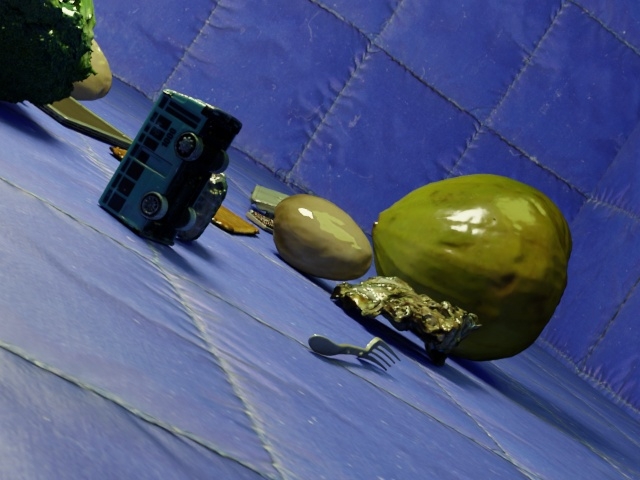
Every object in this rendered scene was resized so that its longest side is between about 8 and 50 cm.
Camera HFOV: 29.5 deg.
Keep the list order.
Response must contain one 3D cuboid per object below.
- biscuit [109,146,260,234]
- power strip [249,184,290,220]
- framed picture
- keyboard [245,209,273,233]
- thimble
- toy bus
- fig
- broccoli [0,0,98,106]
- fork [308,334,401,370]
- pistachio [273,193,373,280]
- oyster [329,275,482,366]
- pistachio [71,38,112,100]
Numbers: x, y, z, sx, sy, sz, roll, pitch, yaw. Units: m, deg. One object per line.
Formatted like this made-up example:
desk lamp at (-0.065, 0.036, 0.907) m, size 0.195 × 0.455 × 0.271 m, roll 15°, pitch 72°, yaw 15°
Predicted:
biscuit at (-0.207, -0.074, 1.906) m, size 0.232 × 0.013 × 0.237 m, roll 33°, pitch 4°, yaw 8°
power strip at (-0.042, -0.038, 2.354) m, size 0.213 × 0.065 × 0.198 m, roll 19°, pitch 7°, yaw -3°
framed picture at (-0.414, -0.215, 1.946) m, size 0.217 × 0.017 × 0.274 m, roll 34°, pitch 5°, yaw 20°
keyboard at (-0.079, -0.022, 2.212) m, size 0.055 × 0.017 × 0.166 m, roll 34°, pitch 4°, yaw 27°
thimble at (-0.180, -0.064, 1.476) m, size 0.118 × 0.090 × 0.135 m, roll 29°, pitch 8°, yaw -22°
toy bus at (-0.166, -0.085, 1.337) m, size 0.091 × 0.160 × 0.079 m, roll 33°, pitch 4°, yaw 26°
fig at (0.257, 0.037, 2.105) m, size 0.343 × 0.343 × 0.343 m, roll 33°, pitch 4°, yaw -3°
broccoli at (-0.395, -0.302, 1.566) m, size 0.265 × 0.245 × 0.294 m, roll 30°, pitch -23°, yaw -17°
fork at (0.034, 0.122, 1.370) m, size 0.219 × 0.034 × 0.028 m, roll 22°, pitch 38°, yaw -62°
pistachio at (0.000, 0.000, 1.896) m, size 0.185 × 0.126 × 0.108 m, roll 40°, pitch -25°, yaw 22°
oyster at (0.134, 0.113, 1.825) m, size 0.259 × 0.092 × 0.198 m, roll 27°, pitch 3°, yaw -29°
pistachio at (-0.457, -0.327, 2.155) m, size 0.206 × 0.131 × 0.129 m, roll 37°, pitch 11°, yaw -13°
